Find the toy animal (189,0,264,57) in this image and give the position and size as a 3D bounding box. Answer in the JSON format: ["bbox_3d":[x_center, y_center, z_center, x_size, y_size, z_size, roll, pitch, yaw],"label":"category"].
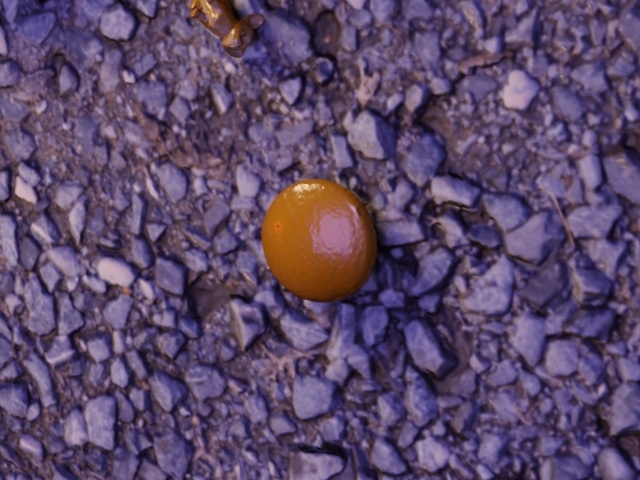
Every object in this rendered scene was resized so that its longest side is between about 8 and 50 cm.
[{"bbox_3d":[-0.105,-0.251,1.635,0.083,0.081,0.060,37,114,-26],"label":"toy animal"}]

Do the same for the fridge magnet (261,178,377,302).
[{"bbox_3d":[0.000,0.000,1.631,0.143,0.063,0.143,6,104,25],"label":"fridge magnet"}]
